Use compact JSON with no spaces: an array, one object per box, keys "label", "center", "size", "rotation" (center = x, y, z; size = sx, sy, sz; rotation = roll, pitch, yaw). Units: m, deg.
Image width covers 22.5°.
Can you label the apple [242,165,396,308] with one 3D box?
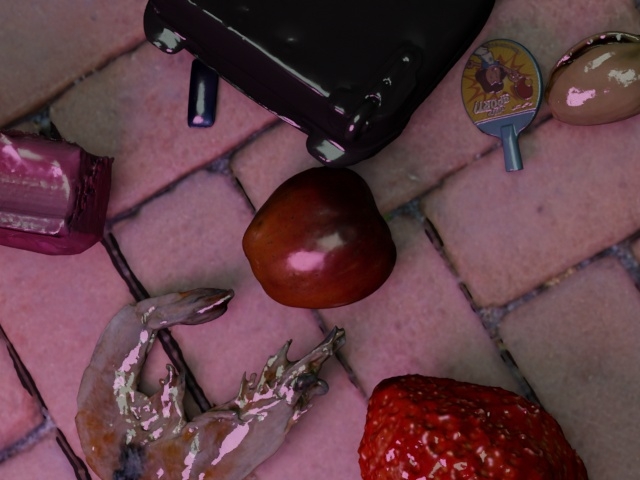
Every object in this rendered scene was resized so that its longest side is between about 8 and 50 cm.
[{"label":"apple","center":[-0.003,0.003,1.821],"size":[0.158,0.147,0.156],"rotation":[-27,104,7]}]

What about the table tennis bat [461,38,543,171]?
[{"label":"table tennis bat","center":[0.211,-0.155,1.845],"size":[0.100,0.019,0.155],"rotation":[-10,86,29]}]

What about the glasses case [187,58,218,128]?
[{"label":"glasses case","center":[-0.141,-0.175,1.912],"size":[0.033,0.023,0.083],"rotation":[3,87,11]}]

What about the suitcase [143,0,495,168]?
[{"label":"suitcase","center":[0.007,-0.296,1.801],"size":[0.345,0.188,0.339],"rotation":[35,78,9]}]

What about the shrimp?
[{"label":"shrimp","center":[-0.132,0.164,1.851],"size":[0.360,0.085,0.247],"rotation":[-26,82,18]}]

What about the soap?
[{"label":"soap","center":[-0.407,-0.071,1.850],"size":[0.325,0.220,0.127],"rotation":[12,84,8]}]

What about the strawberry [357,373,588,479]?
[{"label":"strawberry","center":[0.151,0.260,1.738],"size":[0.257,0.257,0.277],"rotation":[-34,67,5]}]

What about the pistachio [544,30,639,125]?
[{"label":"pistachio","center":[0.324,-0.180,1.804],"size":[0.149,0.113,0.113],"rotation":[-21,83,25]}]
